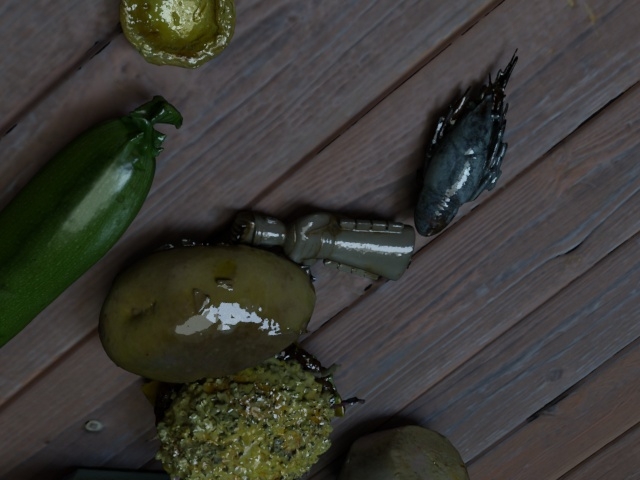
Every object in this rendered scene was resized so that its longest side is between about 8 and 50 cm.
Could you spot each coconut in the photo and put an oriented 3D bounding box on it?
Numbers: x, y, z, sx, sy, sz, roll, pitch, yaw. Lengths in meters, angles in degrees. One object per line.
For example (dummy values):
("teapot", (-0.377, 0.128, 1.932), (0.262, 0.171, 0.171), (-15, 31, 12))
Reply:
("coconut", (0.115, 0.401, 0.920), (0.197, 0.237, 0.236), (14, 115, -21))

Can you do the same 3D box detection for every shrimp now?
("shrimp", (0.170, -0.105, 0.711), (0.090, 0.079, 0.232), (28, 107, 9))

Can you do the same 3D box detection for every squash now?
("squash", (-0.270, 0.004, 0.607), (0.379, 0.101, 0.101), (-44, 124, 9))

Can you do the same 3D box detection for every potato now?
("potato", (-0.130, 0.076, 0.668), (0.243, 0.098, 0.138), (-21, 132, 7))

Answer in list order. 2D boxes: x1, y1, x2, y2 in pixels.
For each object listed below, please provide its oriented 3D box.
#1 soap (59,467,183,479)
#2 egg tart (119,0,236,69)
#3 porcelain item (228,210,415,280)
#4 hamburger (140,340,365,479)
("soap", (-0.226, 0.447, 0.816), (0.446, 0.156, 0.261), (13, 88, -26))
("egg tart", (-0.127, -0.205, 0.560), (0.105, 0.039, 0.105), (-9, 124, -14))
("porcelain item", (0.000, 0.000, 0.724), (0.213, 0.054, 0.084), (8, 118, -19))
("hamburger", (-0.082, 0.222, 0.785), (0.262, 0.138, 0.243), (-34, 125, 5))
